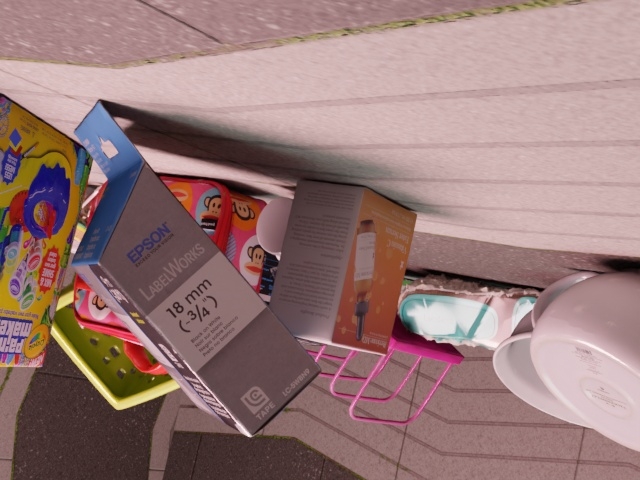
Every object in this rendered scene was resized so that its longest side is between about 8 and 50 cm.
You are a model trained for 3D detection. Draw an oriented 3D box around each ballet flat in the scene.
[{"bbox_3d":[0.334,0.127,1.820,0.409,0.147,0.147,13,175,24],"label":"ballet flat"}]

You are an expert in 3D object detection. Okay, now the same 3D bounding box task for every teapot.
[{"bbox_3d":[0.389,0.121,1.269,0.256,0.187,0.252,38,158,10],"label":"teapot"}]

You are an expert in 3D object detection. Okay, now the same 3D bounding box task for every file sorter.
[{"bbox_3d":[0.081,0.191,1.999,0.202,0.182,0.290,17,-159,-43],"label":"file sorter"}]

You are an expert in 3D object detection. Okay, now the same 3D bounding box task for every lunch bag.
[{"bbox_3d":[-0.206,0.048,1.399,0.293,0.258,0.120,7,172,45],"label":"lunch bag"}]

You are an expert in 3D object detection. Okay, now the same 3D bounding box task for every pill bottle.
[{"bbox_3d":[0.000,0.000,1.296,0.094,0.094,0.169,8,173,38],"label":"pill bottle"}]

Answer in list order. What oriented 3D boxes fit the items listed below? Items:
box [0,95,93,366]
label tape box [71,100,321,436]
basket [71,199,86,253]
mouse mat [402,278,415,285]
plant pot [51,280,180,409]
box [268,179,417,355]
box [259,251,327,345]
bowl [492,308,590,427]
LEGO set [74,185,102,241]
[{"bbox_3d":[-0.413,-0.010,1.183,0.177,0.279,0.290,12,175,7],"label":"box"},{"bbox_3d":[-0.171,0.034,1.085,0.333,0.106,0.241,51,164,-11],"label":"label tape box"},{"bbox_3d":[-0.432,-0.017,2.057,0.113,0.103,0.167,12,175,8],"label":"basket"},{"bbox_3d":[0.197,0.092,2.227,0.190,0.007,0.152,11,174,10],"label":"mouse mat"},{"bbox_3d":[-0.287,0.114,1.753,0.227,0.207,0.228,-25,109,31],"label":"plant pot"},{"bbox_3d":[0.025,0.032,1.174,0.091,0.170,0.130,9,174,33],"label":"box"},{"bbox_3d":[-0.070,0.073,1.758,0.220,0.175,0.051,16,166,-37],"label":"box"},{"bbox_3d":[0.424,0.167,1.598,0.298,0.134,0.298,18,152,10],"label":"bowl"},{"bbox_3d":[-0.368,-0.055,1.752,0.132,0.107,0.287,47,-174,10],"label":"LEGO set"}]
